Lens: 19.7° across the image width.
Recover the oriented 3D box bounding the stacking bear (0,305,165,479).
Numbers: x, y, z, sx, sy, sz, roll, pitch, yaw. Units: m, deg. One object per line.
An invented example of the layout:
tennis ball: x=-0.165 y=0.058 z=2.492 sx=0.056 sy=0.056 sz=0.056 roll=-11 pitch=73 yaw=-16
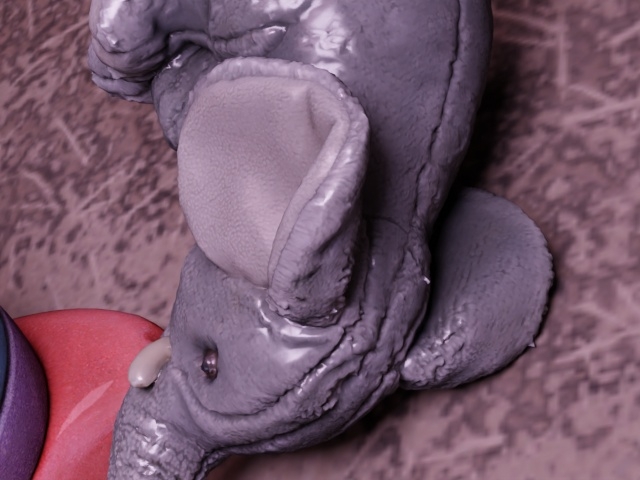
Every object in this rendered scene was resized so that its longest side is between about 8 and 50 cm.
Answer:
stacking bear: x=-0.216 y=0.038 z=0.690 sx=0.164 sy=0.289 sz=0.175 roll=0 pitch=59 yaw=38

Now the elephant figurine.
elephant figurine: x=0.000 y=0.000 z=0.679 sx=0.169 sy=0.186 sz=0.239 roll=0 pitch=59 yaw=-15
